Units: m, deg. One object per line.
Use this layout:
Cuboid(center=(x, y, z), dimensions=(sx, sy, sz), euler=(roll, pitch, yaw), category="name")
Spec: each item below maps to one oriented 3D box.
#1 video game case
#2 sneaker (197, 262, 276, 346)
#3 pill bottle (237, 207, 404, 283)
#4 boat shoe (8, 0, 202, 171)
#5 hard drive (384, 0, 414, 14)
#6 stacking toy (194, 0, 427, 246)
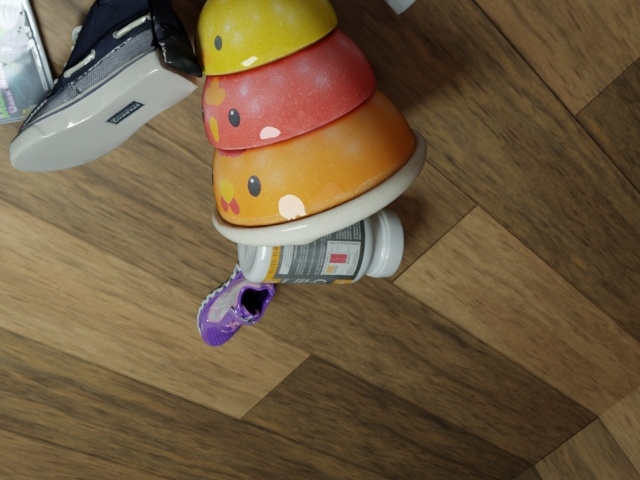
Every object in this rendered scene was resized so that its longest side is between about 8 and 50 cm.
Cuboid(center=(-0.481, -0.253, 1.032), dimensions=(0.173, 0.022, 0.190), euler=(-12, 131, -10), category="video game case")
Cuboid(center=(-0.160, 0.131, 1.407), dimensions=(0.095, 0.104, 0.236), euler=(21, 119, -34), category="sneaker")
Cuboid(center=(0.000, 0.000, 1.320), dimensions=(0.278, 0.162, 0.162), euler=(3, 126, -21), category="pill bottle")
Cuboid(center=(-0.325, -0.232, 1.044), dimensions=(0.340, 0.158, 0.127), euler=(-24, 163, 21), category="boat shoe")
Cuboid(center=(0.090, -0.519, 1.006), dimensions=(0.233, 0.047, 0.353), euler=(-41, 129, 14), category="hard drive")
Cuboid(center=(-0.073, -0.262, 1.047), dimensions=(0.350, 0.350, 0.480), euler=(-23, 113, -1), category="stacking toy")
